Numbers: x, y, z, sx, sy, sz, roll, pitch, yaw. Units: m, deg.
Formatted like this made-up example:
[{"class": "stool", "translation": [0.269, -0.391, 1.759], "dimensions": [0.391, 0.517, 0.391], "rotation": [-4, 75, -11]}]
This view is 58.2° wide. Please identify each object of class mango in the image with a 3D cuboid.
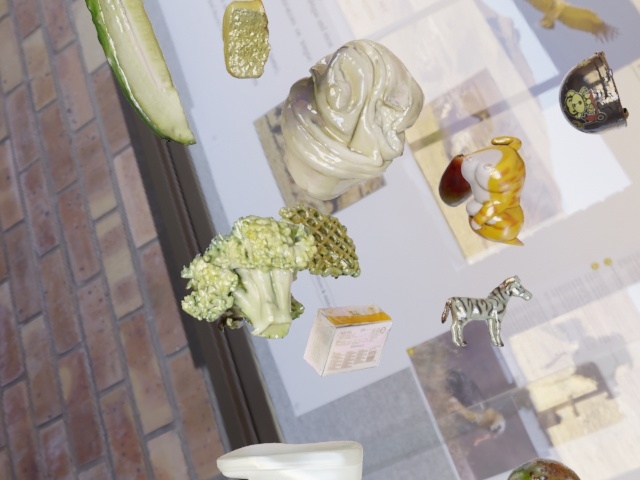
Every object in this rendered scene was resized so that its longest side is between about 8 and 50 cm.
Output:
[{"class": "mango", "translation": [0.488, -0.199, 2.035], "dimensions": [0.133, 0.111, 0.268], "rotation": [35, -27, 15]}]

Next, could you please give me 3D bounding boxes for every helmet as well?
[{"class": "helmet", "translation": [0.781, -0.415, 1.676], "dimensions": [0.231, 0.160, 0.279], "rotation": [62, 23, -13]}]

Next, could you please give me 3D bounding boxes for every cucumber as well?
[{"class": "cucumber", "translation": [-0.344, -0.324, 1.100], "dimensions": [0.145, 0.105, 0.326], "rotation": [16, -49, 65]}]

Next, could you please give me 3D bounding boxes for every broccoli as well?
[{"class": "broccoli", "translation": [-0.132, 0.112, 1.369], "dimensions": [0.293, 0.347, 0.281], "rotation": [42, 21, -41]}]

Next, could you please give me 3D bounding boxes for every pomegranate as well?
[{"class": "pomegranate", "translation": [0.327, 0.380, 0.822], "dimensions": [0.130, 0.130, 0.130], "rotation": [52, 20, -27]}]

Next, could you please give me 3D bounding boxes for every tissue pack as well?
[{"class": "tissue pack", "translation": [0.085, 0.298, 1.760], "dimensions": [0.225, 0.185, 0.124], "rotation": [0, 24, -35]}]

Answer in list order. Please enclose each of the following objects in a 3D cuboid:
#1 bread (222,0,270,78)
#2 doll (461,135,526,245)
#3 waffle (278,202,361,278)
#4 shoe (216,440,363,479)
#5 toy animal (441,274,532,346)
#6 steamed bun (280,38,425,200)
[{"class": "bread", "translation": [-0.151, -0.406, 1.152], "dimensions": [0.125, 0.086, 0.156], "rotation": [-121, -150, -51]}, {"class": "doll", "translation": [0.454, -0.119, 1.496], "dimensions": [0.167, 0.162, 0.270], "rotation": [-125, -151, -58]}, {"class": "waffle", "translation": [0.000, 0.000, 1.947], "dimensions": [0.317, 0.073, 0.297], "rotation": [12, 44, -38]}, {"class": "shoe", "translation": [-0.052, 0.423, 1.022], "dimensions": [0.095, 0.264, 0.110], "rotation": [37, 47, -82]}, {"class": "toy animal", "translation": [0.462, 0.212, 1.580], "dimensions": [0.090, 0.254, 0.170], "rotation": [118, -45, -73]}, {"class": "steamed bun", "translation": [0.044, -0.251, 1.098], "dimensions": [0.206, 0.275, 0.320], "rotation": [36, 59, -40]}]
